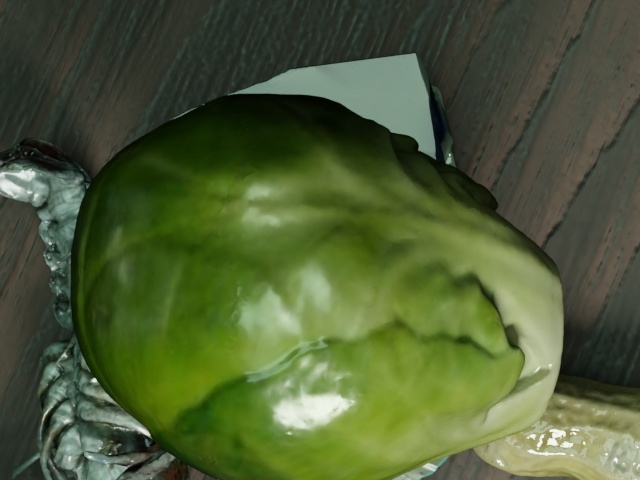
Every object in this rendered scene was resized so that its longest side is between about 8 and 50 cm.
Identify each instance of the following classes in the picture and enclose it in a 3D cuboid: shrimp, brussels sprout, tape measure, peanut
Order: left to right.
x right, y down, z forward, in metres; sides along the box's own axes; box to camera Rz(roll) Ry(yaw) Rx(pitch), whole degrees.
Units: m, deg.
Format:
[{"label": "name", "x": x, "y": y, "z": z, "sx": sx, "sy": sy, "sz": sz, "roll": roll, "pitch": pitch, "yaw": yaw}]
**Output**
[{"label": "shrimp", "x": -0.189, "y": 0.113, "z": 1.630, "sx": 0.221, "sy": 0.166, "sz": 0.410, "roll": -25, "pitch": 67, "yaw": 41}, {"label": "brussels sprout", "x": -0.004, "y": 0.044, "z": 1.394, "sx": 0.355, "sy": 0.289, "sz": 0.281, "roll": 9, "pitch": 78, "yaw": -12}, {"label": "tape measure", "x": 0.000, "y": -0.002, "z": 1.601, "sx": 0.259, "sy": 0.138, "sz": 0.262, "roll": -16, "pitch": 85, "yaw": 11}, {"label": "peanut", "x": 0.224, "y": 0.161, "z": 1.576, "sx": 0.214, "sy": 0.090, "sz": 0.098, "roll": 9, "pitch": 83, "yaw": 13}]

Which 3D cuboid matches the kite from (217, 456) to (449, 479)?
[{"label": "kite", "x": 0.029, "y": 0.211, "z": 1.586, "sx": 0.314, "sy": 0.011, "sz": 0.335, "roll": 37, "pitch": 120, "yaw": -16}]
